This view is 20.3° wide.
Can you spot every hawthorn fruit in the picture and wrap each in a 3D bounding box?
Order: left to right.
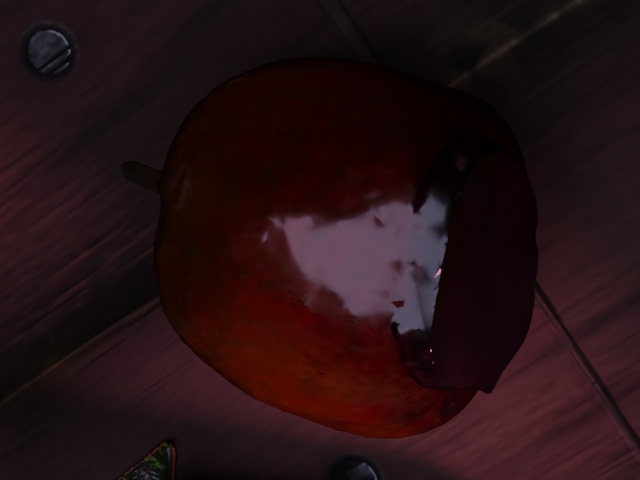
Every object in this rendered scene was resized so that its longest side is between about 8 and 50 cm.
[{"bbox_3d":[0.000,0.000,1.007,0.250,0.215,0.215,14,106,8],"label":"hawthorn fruit"}]

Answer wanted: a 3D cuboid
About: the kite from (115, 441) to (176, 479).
[{"bbox_3d":[-0.177,0.271,1.211,0.321,0.016,0.234,-38,93,19],"label":"kite"}]
